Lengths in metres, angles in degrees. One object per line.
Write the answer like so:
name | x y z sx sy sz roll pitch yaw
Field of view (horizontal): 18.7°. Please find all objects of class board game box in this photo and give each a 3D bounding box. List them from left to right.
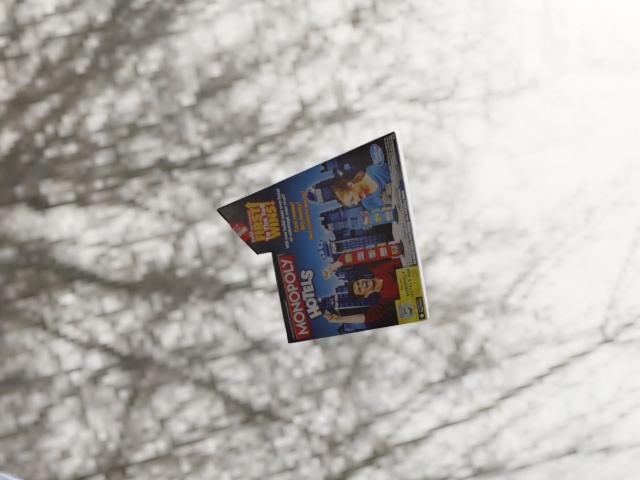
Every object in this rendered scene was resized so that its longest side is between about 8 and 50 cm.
board game box | 0.000 0.000 1.971 0.060 0.194 0.194 -18 98 -83

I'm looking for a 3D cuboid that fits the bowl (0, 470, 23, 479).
bowl | -0.343 0.409 1.812 0.391 0.077 0.391 -14 -107 56
